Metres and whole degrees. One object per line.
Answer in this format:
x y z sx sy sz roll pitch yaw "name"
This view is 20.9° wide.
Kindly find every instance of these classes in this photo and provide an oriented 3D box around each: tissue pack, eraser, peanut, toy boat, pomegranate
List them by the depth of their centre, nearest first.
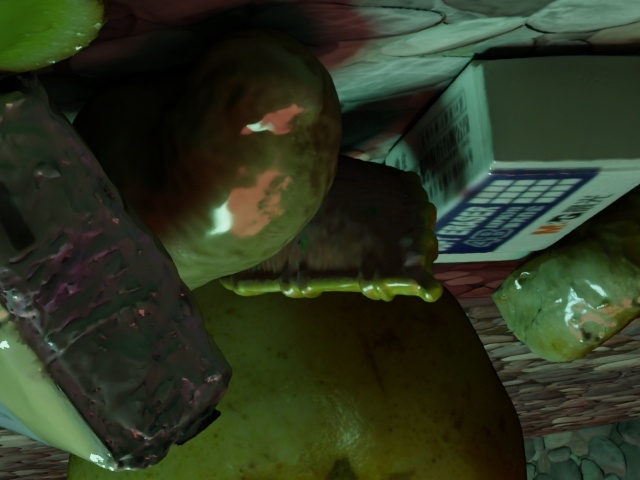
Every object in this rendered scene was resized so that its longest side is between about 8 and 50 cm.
-0.180 0.010 0.955 0.123 0.215 0.257 -40 -159 -22 "tissue pack"
-0.076 -0.041 1.034 0.253 0.122 0.137 -23 118 43 "peanut"
0.128 -0.048 1.195 0.124 0.081 0.279 -3 167 -13 "eraser"
-0.005 -0.005 1.212 0.141 0.099 0.318 -44 -166 -15 "toy boat"
-0.023 0.201 1.540 0.417 0.416 0.416 -6 167 -1 "pomegranate"

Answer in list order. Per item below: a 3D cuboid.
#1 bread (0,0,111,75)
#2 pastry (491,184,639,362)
-0.202 -0.122 0.745 0.236 0.070 0.236 -5 168 -1 "bread"
0.233 0.013 1.340 0.192 0.093 0.182 -36 175 -24 "pastry"
